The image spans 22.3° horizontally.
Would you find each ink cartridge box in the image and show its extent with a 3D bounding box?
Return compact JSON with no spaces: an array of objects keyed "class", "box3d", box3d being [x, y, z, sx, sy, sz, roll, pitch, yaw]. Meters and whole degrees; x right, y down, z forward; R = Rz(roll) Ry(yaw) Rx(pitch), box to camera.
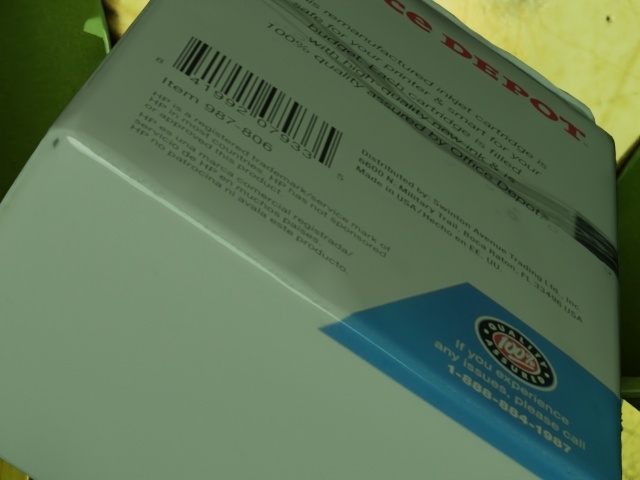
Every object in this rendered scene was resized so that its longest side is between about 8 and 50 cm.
[{"class":"ink cartridge box","box3d":[0.000,0.000,0.853,0.285,0.395,0.166,34,117,-8]}]

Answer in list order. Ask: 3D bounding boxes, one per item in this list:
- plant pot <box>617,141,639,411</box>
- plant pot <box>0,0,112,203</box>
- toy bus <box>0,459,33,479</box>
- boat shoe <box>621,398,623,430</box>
[{"class":"plant pot","box3d":[0.385,0.049,0.909,0.353,0.366,0.366,42,95,-12]},{"class":"plant pot","box3d":[-0.316,-0.088,0.969,0.293,0.275,0.275,-6,94,21]},{"class":"toy bus","box3d":[-0.125,0.143,0.937,0.211,0.220,0.149,-8,77,47]},{"class":"boat shoe","box3d":[0.180,0.120,1.061,0.035,0.035,0.100,26,92,-27]}]
